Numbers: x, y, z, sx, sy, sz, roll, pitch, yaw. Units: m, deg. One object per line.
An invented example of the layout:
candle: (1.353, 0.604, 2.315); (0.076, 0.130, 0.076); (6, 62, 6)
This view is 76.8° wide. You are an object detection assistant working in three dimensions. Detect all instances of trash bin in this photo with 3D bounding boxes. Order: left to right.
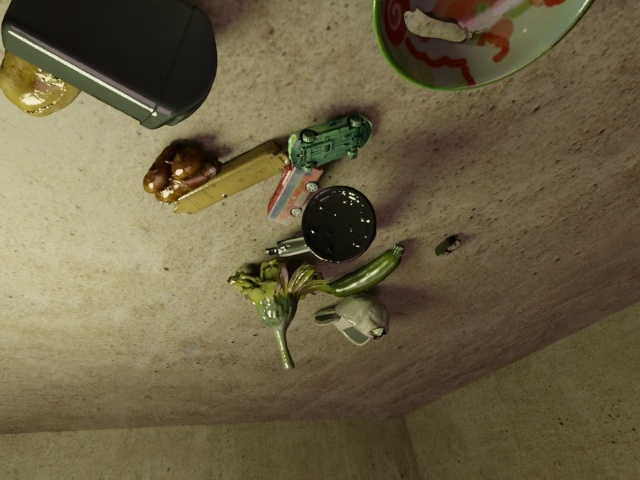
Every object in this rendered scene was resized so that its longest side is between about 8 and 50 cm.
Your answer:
trash bin: (-0.260, -0.266, 0.544); (0.236, 0.177, 0.101); (23, 169, -35)

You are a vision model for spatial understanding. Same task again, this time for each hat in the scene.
hat: (0.110, 0.264, 1.405); (0.274, 0.161, 0.232); (-12, 140, 42)

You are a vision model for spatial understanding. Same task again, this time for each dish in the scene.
dish: (0.225, -0.386, 0.577); (0.323, 0.124, 0.324); (-5, 149, -3)

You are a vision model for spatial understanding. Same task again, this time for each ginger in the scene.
ginger: (-0.285, -0.140, 0.803); (0.162, 0.074, 0.103); (-27, 156, 10)

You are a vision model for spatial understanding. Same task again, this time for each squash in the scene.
squash: (0.144, 0.111, 1.261); (0.318, 0.071, 0.080); (-34, 138, 27)

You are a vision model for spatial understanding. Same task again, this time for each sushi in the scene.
sushi: (0.396, 0.024, 1.238); (0.045, 0.044, 0.083); (13, 139, -29)

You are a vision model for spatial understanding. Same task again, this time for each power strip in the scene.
power strip: (-0.192, -0.132, 0.863); (0.305, 0.044, 0.064); (-22, 142, 16)

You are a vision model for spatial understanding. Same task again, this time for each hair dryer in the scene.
hair dryer: (0.001, 0.014, 0.954); (0.283, 0.156, 0.320); (-28, 170, 5)

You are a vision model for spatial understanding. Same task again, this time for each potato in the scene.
potato: (-0.395, -0.258, 0.585); (0.170, 0.080, 0.107); (-34, 107, 21)

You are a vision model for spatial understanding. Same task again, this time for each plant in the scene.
plant: (-0.137, 0.177, 1.145); (0.305, 0.261, 0.298); (1, 102, -46)

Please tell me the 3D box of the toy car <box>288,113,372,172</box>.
toy car: (0.019, -0.201, 0.813); (0.186, 0.058, 0.094); (-23, 144, -18)

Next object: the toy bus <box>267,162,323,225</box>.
toy bus: (-0.059, -0.115, 0.906); (0.076, 0.065, 0.192); (14, 137, -21)
